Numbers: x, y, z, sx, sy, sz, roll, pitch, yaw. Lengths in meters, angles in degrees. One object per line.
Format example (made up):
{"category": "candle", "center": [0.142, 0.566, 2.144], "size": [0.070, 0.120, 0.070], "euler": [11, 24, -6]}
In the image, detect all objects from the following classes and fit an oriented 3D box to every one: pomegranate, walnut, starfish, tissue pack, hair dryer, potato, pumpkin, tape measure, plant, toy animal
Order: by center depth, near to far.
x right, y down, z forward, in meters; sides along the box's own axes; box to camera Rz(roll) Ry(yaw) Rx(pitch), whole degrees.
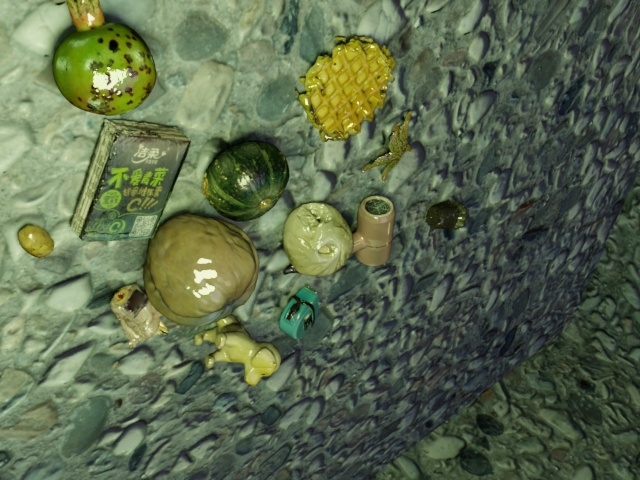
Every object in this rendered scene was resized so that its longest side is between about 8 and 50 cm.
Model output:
{"category": "pomegranate", "center": [-0.345, -0.294, 1.201], "size": [0.159, 0.159, 0.205], "euler": [-29, 118, -29]}
{"category": "potato", "center": [-0.522, 0.001, 1.394], "size": [0.051, 0.040, 0.083], "euler": [-53, 151, -17]}
{"category": "tissue pack", "center": [-0.360, -0.108, 1.441], "size": [0.173, 0.073, 0.235], "euler": [-4, 127, -49]}
{"category": "pumpkin", "center": [-0.156, -0.126, 1.598], "size": [0.190, 0.146, 0.190], "euler": [-34, 147, -26]}
{"category": "walnut", "center": [-0.253, 0.057, 1.601], "size": [0.248, 0.248, 0.248], "euler": [-31, 144, -26]}
{"category": "toy animal", "center": [-0.211, 0.261, 1.882], "size": [0.169, 0.233, 0.121], "euler": [2, 118, -41]}
{"category": "starfish", "center": [0.201, -0.241, 2.009], "size": [0.176, 0.053, 0.208], "euler": [-20, 145, -53]}
{"category": "hair dryer", "center": [0.051, 0.016, 2.059], "size": [0.344, 0.107, 0.189], "euler": [-24, 141, -24]}
{"category": "tape measure", "center": [-0.061, 0.209, 2.130], "size": [0.125, 0.081, 0.146], "euler": [-50, 156, -32]}
{"category": "plant", "center": [0.399, -0.078, 2.379], "size": [0.143, 0.094, 0.092], "euler": [-6, 115, -33]}

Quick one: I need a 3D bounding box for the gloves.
{"category": "gloves", "center": [-0.399, 0.159, 1.664], "size": [0.110, 0.094, 0.144], "euler": [-50, 134, -45]}

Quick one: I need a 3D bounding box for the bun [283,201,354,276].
{"category": "bun", "center": [0.000, 0.000, 1.907], "size": [0.178, 0.128, 0.193], "euler": [-26, 125, -14]}

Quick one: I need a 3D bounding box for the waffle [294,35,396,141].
{"category": "waffle", "center": [0.061, -0.332, 1.720], "size": [0.281, 0.060, 0.262], "euler": [-15, 135, -42]}
